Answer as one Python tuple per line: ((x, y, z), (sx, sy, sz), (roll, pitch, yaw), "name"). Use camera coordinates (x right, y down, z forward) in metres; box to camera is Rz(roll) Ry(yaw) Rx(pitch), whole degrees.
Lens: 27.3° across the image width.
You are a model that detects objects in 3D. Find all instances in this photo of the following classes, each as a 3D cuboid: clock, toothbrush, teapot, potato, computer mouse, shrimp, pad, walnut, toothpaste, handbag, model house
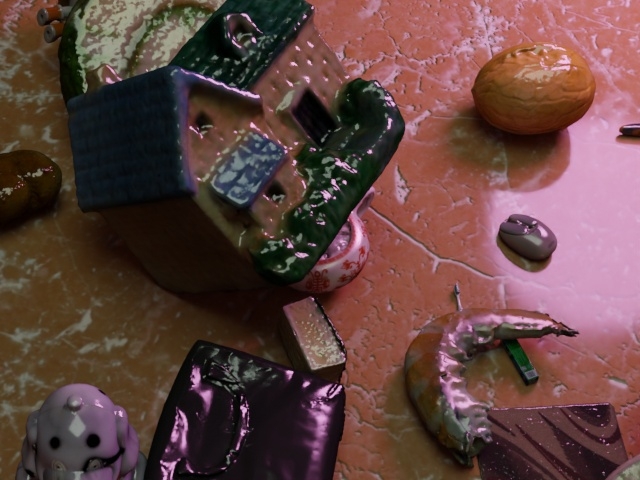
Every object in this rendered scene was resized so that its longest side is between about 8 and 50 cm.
((-0.297, 0.275, 1.643), (0.188, 0.254, 0.189), (4, 57, -6), "clock")
((0.214, 0.121, 1.968), (0.011, 0.013, 0.131), (-5, 56, -4), "toothbrush")
((0.000, 0.000, 1.977), (0.159, 0.116, 0.245), (23, 55, 27), "teapot")
((-0.014, 0.146, 1.878), (0.061, 0.086, 0.122), (-17, 62, -21), "potato")
((0.326, -0.010, 2.064), (0.096, 0.039, 0.066), (38, 57, 22), "computer mouse")
((0.220, 0.179, 1.893), (0.185, 0.068, 0.287), (34, 53, 20), "shrimp")
((0.336, 0.366, 1.796), (0.220, 0.004, 0.330), (-2, 53, -9), "pad")
((0.353, -0.251, 2.185), (0.206, 0.159, 0.159), (-3, 53, -1), "walnut")
((0.292, 0.173, 1.933), (0.020, 0.017, 0.083), (-18, 56, -16), "toothpaste")
((-0.096, 0.271, 1.736), (0.244, 0.088, 0.275), (20, 47, -6), "handbag")
((-0.128, -0.166, 1.860), (0.343, 0.334, 0.382), (52, 58, -22), "model house")
((0.665, -0.192, 2.256), (0.321, 0.023, 0.031), (0, 44, -6), "toothbrush")

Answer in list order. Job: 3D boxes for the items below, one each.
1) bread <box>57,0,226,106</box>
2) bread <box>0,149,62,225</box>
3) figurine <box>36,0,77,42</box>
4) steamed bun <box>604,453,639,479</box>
((-0.220, -0.279, 2.097), (0.382, 0.129, 0.366), (29, 73, -10), "bread")
((-0.552, -0.047, 1.967), (0.344, 0.084, 0.124), (-22, 36, -21), "bread")
((-0.342, -0.383, 2.213), (0.271, 0.143, 0.143), (-18, 57, -21), "figurine")
((0.430, 0.461, 1.592), (0.236, 0.247, 0.384), (-28, 66, -1), "steamed bun")
